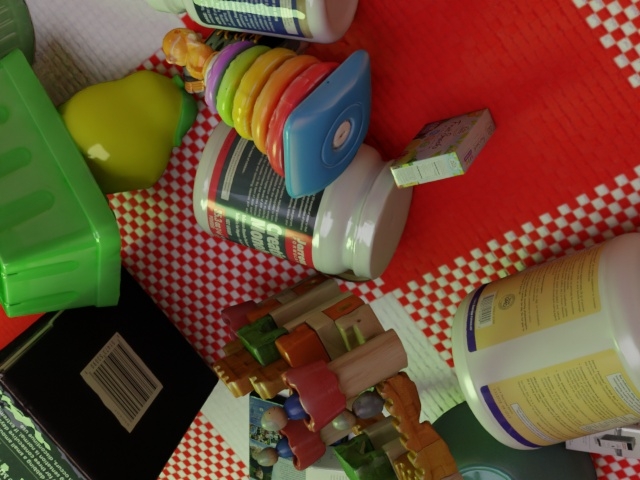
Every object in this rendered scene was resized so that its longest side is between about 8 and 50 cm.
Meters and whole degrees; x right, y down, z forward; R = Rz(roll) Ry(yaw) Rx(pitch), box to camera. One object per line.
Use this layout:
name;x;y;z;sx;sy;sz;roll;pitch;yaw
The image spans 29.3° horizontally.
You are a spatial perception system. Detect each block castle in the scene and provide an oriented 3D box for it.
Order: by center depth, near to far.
block castle;-0.001;0.242;1.739;0.303;0.213;0.453;66;169;-16

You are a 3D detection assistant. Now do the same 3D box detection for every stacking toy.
stacking toy;-0.091;-0.202;1.609;0.302;0.175;0.166;30;148;22

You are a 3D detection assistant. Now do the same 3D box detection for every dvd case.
dvd case;-0.040;0.382;2.129;0.180;0.022;0.253;14;125;18

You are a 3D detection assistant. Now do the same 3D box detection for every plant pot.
plant pot;0.251;0.378;1.785;0.290;0.195;0.290;-1;88;17

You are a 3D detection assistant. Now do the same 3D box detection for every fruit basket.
fruit basket;-0.361;-0.110;1.834;0.392;0.392;0.283;30;149;7

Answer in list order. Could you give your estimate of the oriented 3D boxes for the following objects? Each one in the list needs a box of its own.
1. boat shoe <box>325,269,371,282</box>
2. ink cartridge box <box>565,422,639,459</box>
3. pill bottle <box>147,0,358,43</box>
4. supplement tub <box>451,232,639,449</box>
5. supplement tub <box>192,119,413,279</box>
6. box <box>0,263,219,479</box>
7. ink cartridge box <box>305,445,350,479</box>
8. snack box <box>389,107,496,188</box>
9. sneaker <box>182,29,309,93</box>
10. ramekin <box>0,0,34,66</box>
boat shoe;0.000;0.000;1.842;0.190;0.068;0.072;23;112;11
ink cartridge box;0.429;0.260;1.761;0.135;0.099;0.056;4;120;24
pill bottle;-0.092;-0.348;1.605;0.265;0.153;0.153;11;124;20
supplement tub;0.369;0.130;1.619;0.331;0.241;0.241;-22;108;36
supplement tub;-0.025;-0.064;1.728;0.272;0.191;0.191;18;126;16
box;-0.475;0.337;1.954;0.472;0.480;0.297;-36;99;21
ink cartridge box;0.106;0.491;2.095;0.261;0.066;0.296;5;123;7
snack box;0.164;-0.123;1.625;0.100;0.141;0.037;-11;114;32
sneaker;-0.115;-0.266;1.718;0.215;0.084;0.083;-9;107;30
ramekin;-0.612;-0.317;1.893;0.303;0.148;0.303;13;125;19
